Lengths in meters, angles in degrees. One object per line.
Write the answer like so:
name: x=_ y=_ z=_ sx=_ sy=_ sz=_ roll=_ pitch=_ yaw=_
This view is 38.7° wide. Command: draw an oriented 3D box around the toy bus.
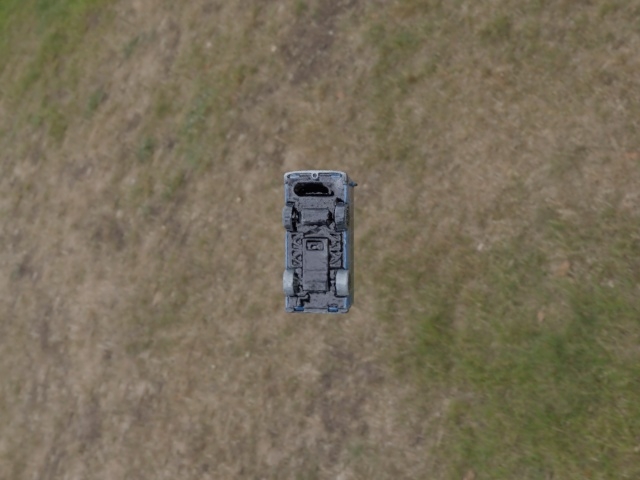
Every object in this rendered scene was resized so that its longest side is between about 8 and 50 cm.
toy bus: x=0.000 y=0.000 z=1.532 sx=0.116 sy=0.133 sz=0.233 roll=1 pitch=93 yaw=10
